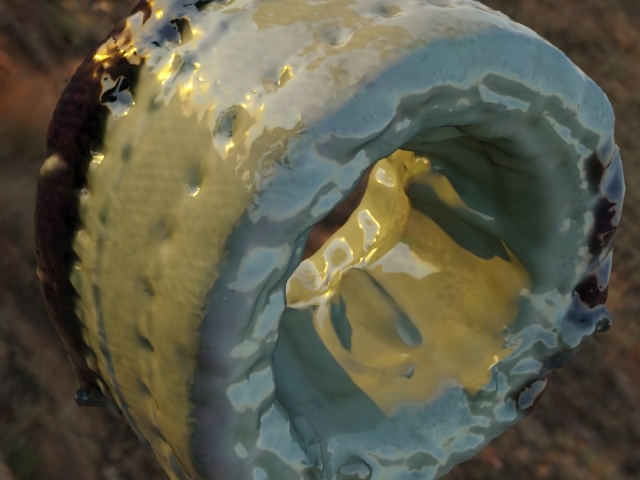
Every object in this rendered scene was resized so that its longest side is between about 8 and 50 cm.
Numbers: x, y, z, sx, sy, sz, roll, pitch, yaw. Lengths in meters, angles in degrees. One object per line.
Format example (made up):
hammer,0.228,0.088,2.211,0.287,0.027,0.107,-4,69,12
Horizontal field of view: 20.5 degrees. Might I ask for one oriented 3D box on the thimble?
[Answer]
thimble,0.000,0.000,0.732,0.237,0.237,0.150,19,14,-45
